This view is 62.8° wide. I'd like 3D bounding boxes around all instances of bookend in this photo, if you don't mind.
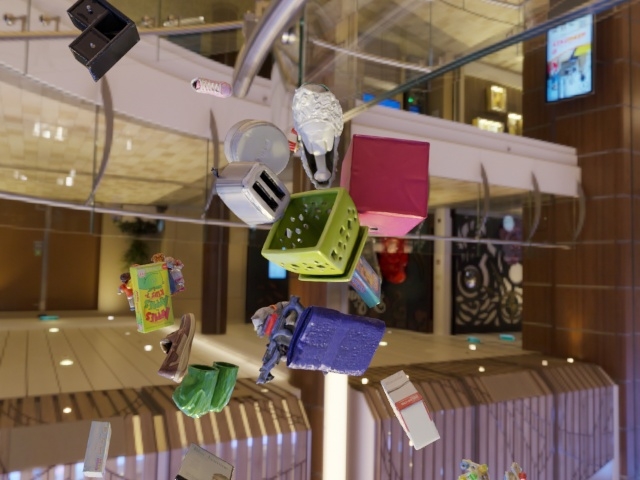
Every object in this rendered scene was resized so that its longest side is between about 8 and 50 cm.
[{"bbox_3d":[-0.542,-0.488,1.234,0.157,0.156,0.072,38,165,2],"label":"bookend"}]

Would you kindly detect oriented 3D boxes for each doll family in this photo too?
[{"bbox_3d":[-0.597,0.137,1.896,0.263,0.163,0.118,-23,-171,-34],"label":"doll family"}]

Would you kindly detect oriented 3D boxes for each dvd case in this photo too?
[{"bbox_3d":[-0.386,0.786,1.778,0.180,0.022,0.253,31,179,-4],"label":"dvd case"}]

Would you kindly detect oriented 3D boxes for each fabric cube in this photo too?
[{"bbox_3d":[0.201,-0.173,1.732,0.254,0.259,0.258,7,169,-5],"label":"fabric cube"}]

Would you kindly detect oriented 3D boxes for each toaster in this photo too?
[{"bbox_3d":[-0.192,-0.141,1.494,0.146,0.129,0.227,4,143,43],"label":"toaster"}]

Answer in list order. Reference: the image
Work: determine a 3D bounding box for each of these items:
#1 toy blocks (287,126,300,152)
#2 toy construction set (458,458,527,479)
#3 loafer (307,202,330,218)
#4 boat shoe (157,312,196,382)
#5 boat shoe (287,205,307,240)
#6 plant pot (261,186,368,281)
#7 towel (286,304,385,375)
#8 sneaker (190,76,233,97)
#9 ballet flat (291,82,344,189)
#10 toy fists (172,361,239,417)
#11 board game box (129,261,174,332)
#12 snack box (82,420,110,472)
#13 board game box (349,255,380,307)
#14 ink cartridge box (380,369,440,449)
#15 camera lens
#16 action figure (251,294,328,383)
[{"bbox_3d":[-0.124,-0.484,2.501,0.148,0.123,0.054,17,178,1],"label":"toy blocks"},{"bbox_3d":[0.715,0.980,2.102,0.151,0.215,0.328,-5,160,-33],"label":"toy construction set"},{"bbox_3d":[-0.001,-0.109,2.437,0.223,0.078,0.076,34,176,30],"label":"loafer"},{"bbox_3d":[-0.594,0.421,2.148,0.123,0.123,0.342,17,-143,-16],"label":"boat shoe"},{"bbox_3d":[-0.094,-0.097,2.406,0.083,0.226,0.076,13,-174,30],"label":"boat shoe"},{"bbox_3d":[0.000,0.000,1.544,0.228,0.227,0.207,-3,144,39],"label":"plant pot"},{"bbox_3d":[0.050,0.333,1.745,0.308,0.227,0.076,16,-164,-29],"label":"towel"},{"bbox_3d":[-0.342,-0.474,1.625,0.134,0.051,0.070,20,-158,22],"label":"sneaker"},{"bbox_3d":[0.003,-0.279,1.530,0.147,0.147,0.409,1,156,6],"label":"ballet flat"},{"bbox_3d":[-0.336,0.436,1.544,0.096,0.142,0.279,12,173,16],"label":"toy fists"},{"bbox_3d":[-0.471,0.157,1.469,0.092,0.181,0.043,-11,-171,-43],"label":"board game box"},{"bbox_3d":[-0.832,0.783,1.958,0.070,0.174,0.207,8,151,-15],"label":"snack box"},{"bbox_3d":[0.132,0.109,1.819,0.047,0.210,0.160,-33,-163,20],"label":"board game box"},{"bbox_3d":[0.369,0.699,2.190,0.114,0.197,0.273,-26,-166,-4],"label":"ink cartridge box"},{"bbox_3d":[-0.245,-0.351,2.008,0.219,0.219,0.274,2,-167,-19],"label":"camera lens"},{"bbox_3d":[-0.102,0.346,1.832,0.330,0.341,0.178,29,-170,-14],"label":"action figure"}]
